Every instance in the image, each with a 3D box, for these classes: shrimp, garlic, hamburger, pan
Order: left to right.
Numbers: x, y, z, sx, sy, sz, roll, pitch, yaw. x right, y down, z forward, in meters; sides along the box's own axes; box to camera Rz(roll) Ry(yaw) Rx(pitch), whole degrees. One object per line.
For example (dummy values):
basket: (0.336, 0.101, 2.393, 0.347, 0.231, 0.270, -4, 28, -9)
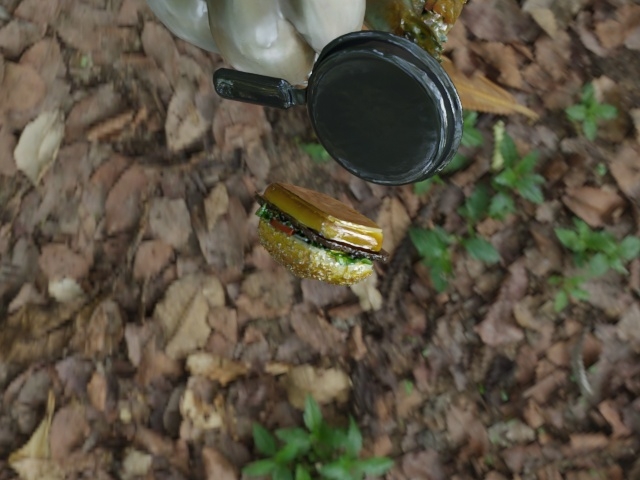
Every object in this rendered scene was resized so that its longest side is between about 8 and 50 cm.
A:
garlic: (-0.055, -0.271, 1.262, 0.237, 0.210, 0.292, 21, 138, 12)
hamburger: (0.000, 0.000, 1.552, 0.137, 0.166, 0.087, 14, 102, -35)
pan: (0.005, -0.109, 1.110, 0.235, 0.028, 0.136, 11, 126, 30)
shrimp: (0.097, -0.232, 1.379, 0.115, 0.217, 0.051, -17, 119, 0)
